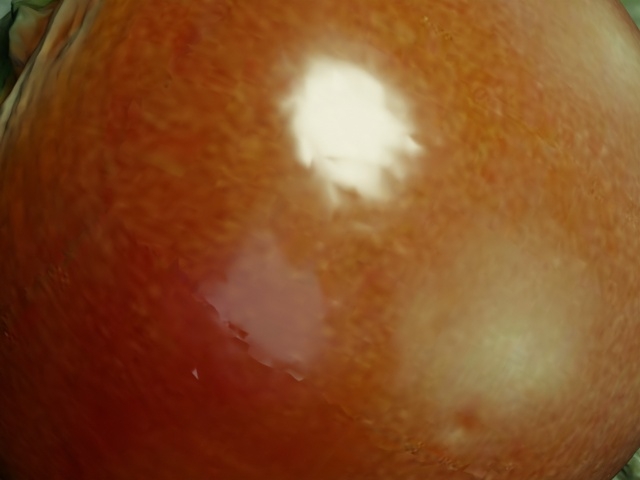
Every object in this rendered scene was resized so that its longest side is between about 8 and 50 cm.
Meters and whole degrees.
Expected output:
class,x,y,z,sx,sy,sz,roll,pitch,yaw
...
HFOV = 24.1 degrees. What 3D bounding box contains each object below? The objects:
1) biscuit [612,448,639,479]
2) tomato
class,x,y,z,sx,sy,sz,roll,pitch,yaw
biscuit,0.148,0.109,0.758,0.032,0.133,0.250,-22,114,-1
tomato,0.000,0.000,0.611,0.321,0.321,0.321,2,118,4
